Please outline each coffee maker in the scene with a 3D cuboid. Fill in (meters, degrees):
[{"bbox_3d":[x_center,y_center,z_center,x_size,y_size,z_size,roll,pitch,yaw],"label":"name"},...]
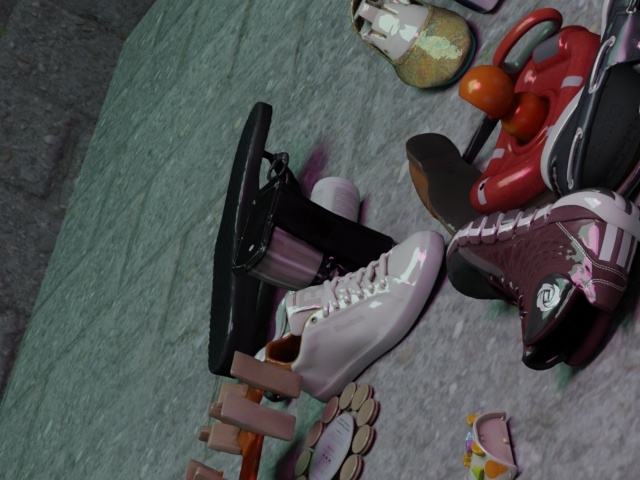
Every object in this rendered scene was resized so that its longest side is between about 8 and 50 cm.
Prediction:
[{"bbox_3d":[0.000,0.000,2.051,0.171,0.178,0.120,-67,20,-5],"label":"coffee maker"}]

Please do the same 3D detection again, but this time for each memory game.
[{"bbox_3d":[0.016,0.254,1.925,0.186,0.012,0.186,-52,21,29],"label":"memory game"}]

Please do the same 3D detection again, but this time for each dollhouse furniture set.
[{"bbox_3d":[-0.095,0.316,1.961,0.259,0.135,0.262,-80,12,-54],"label":"dollhouse furniture set"}]

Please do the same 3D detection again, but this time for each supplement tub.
[{"bbox_3d":[0.016,-0.028,2.214,0.071,0.071,0.107,-45,25,42],"label":"supplement tub"}]

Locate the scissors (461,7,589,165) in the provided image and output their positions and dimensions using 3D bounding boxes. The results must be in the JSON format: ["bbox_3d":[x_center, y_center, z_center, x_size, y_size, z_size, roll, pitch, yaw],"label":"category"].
[{"bbox_3d":[0.201,-0.163,1.865,0.297,0.109,0.021,-47,49,39],"label":"scissors"}]

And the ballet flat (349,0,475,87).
[{"bbox_3d":[0.113,-0.297,2.259,0.123,0.123,0.348,-59,19,10],"label":"ballet flat"}]

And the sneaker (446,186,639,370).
[{"bbox_3d":[0.199,0.056,1.574,0.281,0.106,0.163,-28,42,58],"label":"sneaker"}]

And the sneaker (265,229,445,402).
[{"bbox_3d":[0.033,0.082,1.945,0.290,0.123,0.106,-50,21,30],"label":"sneaker"}]

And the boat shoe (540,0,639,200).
[{"bbox_3d":[0.316,-0.165,1.567,0.091,0.114,0.303,-121,48,-69],"label":"boat shoe"}]

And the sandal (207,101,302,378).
[{"bbox_3d":[-0.094,0.003,2.431,0.167,0.107,0.446,130,149,-60],"label":"sandal"}]

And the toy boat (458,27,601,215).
[{"bbox_3d":[0.213,-0.134,1.714,0.151,0.151,0.231,-24,42,62],"label":"toy boat"}]

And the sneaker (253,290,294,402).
[{"bbox_3d":[-0.029,0.141,2.136,0.178,0.072,0.077,-65,29,18],"label":"sneaker"}]

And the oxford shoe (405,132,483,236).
[{"bbox_3d":[0.157,-0.047,1.903,0.212,0.076,0.076,-112,13,-56],"label":"oxford shoe"}]

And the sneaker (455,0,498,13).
[{"bbox_3d":[0.190,-0.439,2.228,0.182,0.127,0.315,-60,17,13],"label":"sneaker"}]

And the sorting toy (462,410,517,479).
[{"bbox_3d":[0.157,0.219,1.573,0.083,0.044,0.075,-93,16,-57],"label":"sorting toy"}]
